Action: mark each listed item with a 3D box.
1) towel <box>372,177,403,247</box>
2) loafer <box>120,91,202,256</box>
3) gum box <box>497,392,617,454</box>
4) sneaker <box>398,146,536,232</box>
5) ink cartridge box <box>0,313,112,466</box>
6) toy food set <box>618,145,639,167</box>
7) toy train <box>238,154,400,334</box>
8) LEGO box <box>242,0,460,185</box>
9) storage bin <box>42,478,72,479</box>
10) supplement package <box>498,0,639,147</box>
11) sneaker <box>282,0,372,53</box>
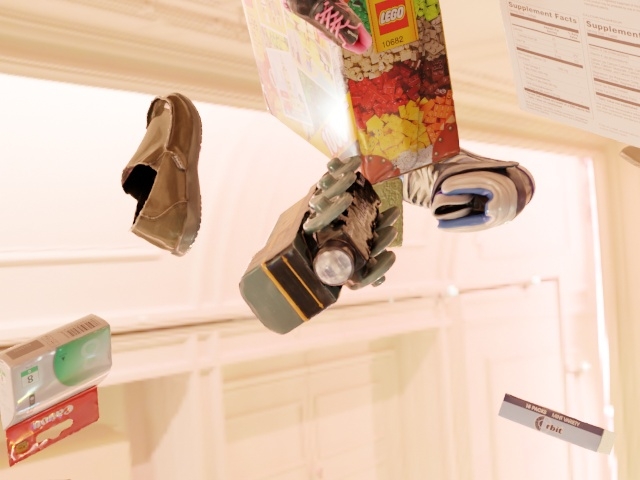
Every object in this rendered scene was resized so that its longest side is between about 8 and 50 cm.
[{"bbox_3d":[0.106,-0.054,1.986,0.027,0.110,0.148,-130,34,-76],"label":"towel"},{"bbox_3d":[-0.202,-0.096,1.316,0.087,0.094,0.251,12,-134,-26],"label":"loafer"},{"bbox_3d":[0.375,0.290,1.640,0.041,0.157,0.184,-69,-24,-5],"label":"gum box"},{"bbox_3d":[0.214,-0.097,1.899,0.236,0.323,0.130,-25,-59,-58],"label":"sneaker"},{"bbox_3d":[-0.416,0.246,1.655,0.181,0.056,0.224,-25,-51,-39],"label":"ink cartridge box"},{"bbox_3d":[0.530,-0.221,1.308,0.220,0.306,0.092,-18,-118,-29],"label":"toy food set"},{"bbox_3d":[0.000,0.000,1.436,0.142,0.190,0.334,53,-163,-13],"label":"toy train"},{"bbox_3d":[0.033,-0.363,1.894,0.193,0.500,0.372,-20,-63,-15],"label":"LEGO box"},{"bbox_3d":[-0.482,0.525,1.668,0.262,0.123,0.260,29,-136,-68],"label":"storage bin"},{"bbox_3d":[0.287,-0.248,0.907,0.199,0.198,0.262,-41,-47,-23],"label":"supplement package"},{"bbox_3d":[0.011,-0.202,0.944,0.047,0.057,0.119,-49,-28,12],"label":"sneaker"}]
